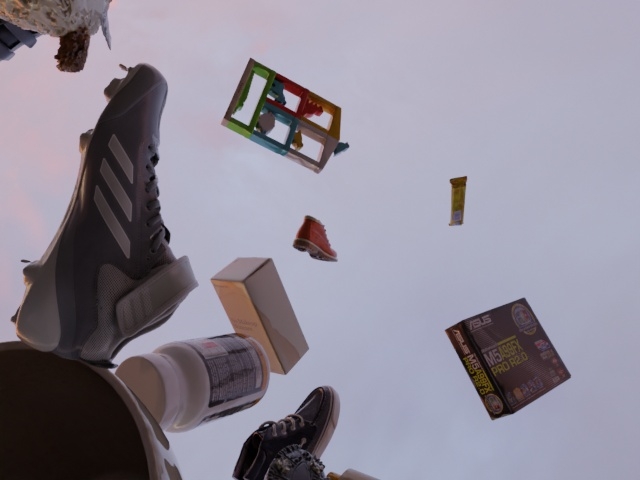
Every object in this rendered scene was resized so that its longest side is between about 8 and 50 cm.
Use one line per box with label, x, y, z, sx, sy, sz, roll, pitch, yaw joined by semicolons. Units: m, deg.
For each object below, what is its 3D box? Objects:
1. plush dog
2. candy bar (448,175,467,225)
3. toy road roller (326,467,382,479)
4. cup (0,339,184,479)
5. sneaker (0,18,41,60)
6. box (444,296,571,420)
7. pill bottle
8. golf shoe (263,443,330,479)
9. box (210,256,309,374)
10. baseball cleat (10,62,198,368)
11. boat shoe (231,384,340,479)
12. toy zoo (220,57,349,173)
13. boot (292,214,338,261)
plush dog;-0.407;-0.351;0.636;0.226;0.262;0.210;15;-73;-5
candy bar;0.327;-0.089;1.173;0.040;0.161;0.018;-10;-132;4
toy road roller;0.069;0.669;0.988;0.203;0.240;0.329;8;-135;31
cup;-0.252;0.289;0.448;0.331;0.237;0.331;-6;-123;9
sneaker;-0.724;-0.475;1.109;0.321;0.126;0.127;-10;-111;8
box;0.438;0.263;1.136;0.060;0.270;0.216;-45;-118;46
pill bottle;-0.231;0.263;0.913;0.162;0.278;0.162;-3;-96;29
golf shoe;-0.063;0.406;0.683;0.105;0.273;0.120;34;-67;-3
box;-0.163;0.206;1.356;0.148;0.311;0.121;-2;-152;40
baseball cleat;-0.126;-0.016;0.342;0.110;0.072;0.205;21;-95;-8
boat shoe;-0.075;0.467;1.184;0.127;0.158;0.340;-23;-153;42
toy zoo;-0.063;-0.278;1.139;0.293;0.030;0.192;24;-118;-18
boot;0.000;0.000;1.128;0.059;0.158;0.084;2;-110;31
